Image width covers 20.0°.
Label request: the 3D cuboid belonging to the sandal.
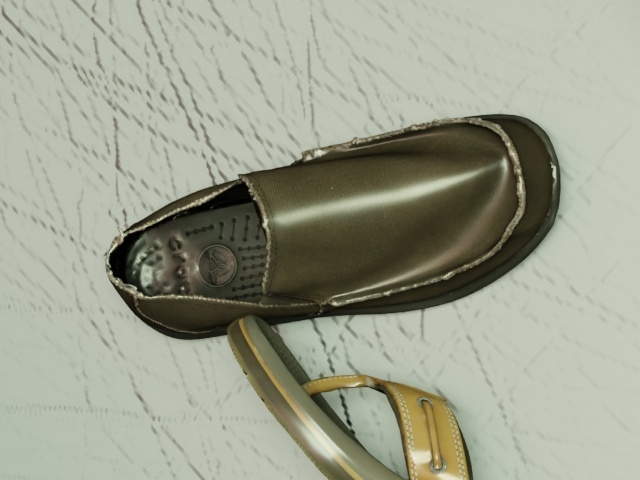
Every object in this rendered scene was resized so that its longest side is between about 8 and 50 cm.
[{"bbox_3d":[0.049,0.103,0.781,0.219,0.090,0.060,41,86,21],"label":"sandal"}]

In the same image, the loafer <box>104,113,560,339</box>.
[{"bbox_3d":[0.000,0.000,0.807,0.220,0.078,0.080,-19,80,21],"label":"loafer"}]
